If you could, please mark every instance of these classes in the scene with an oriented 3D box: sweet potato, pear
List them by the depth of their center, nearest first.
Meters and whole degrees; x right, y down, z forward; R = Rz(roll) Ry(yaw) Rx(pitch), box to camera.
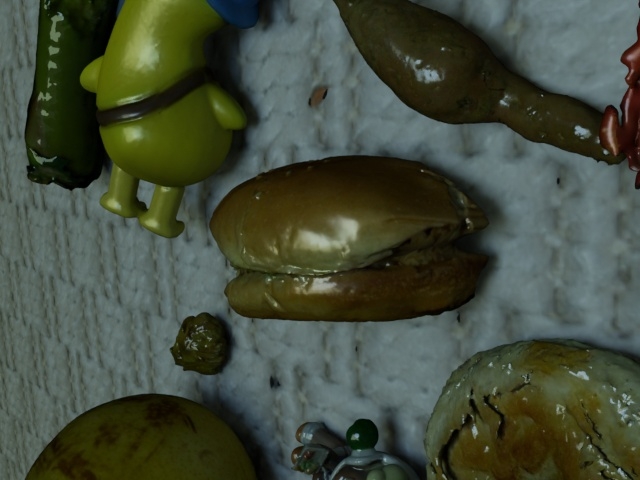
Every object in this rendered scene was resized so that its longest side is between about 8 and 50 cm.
[{"bbox_3d":[0.106,-0.120,0.538,0.269,0.075,0.074,37,125,25],"label":"sweet potato"},{"bbox_3d":[-0.203,0.317,0.835,0.281,0.281,0.280,14,109,46],"label":"pear"}]

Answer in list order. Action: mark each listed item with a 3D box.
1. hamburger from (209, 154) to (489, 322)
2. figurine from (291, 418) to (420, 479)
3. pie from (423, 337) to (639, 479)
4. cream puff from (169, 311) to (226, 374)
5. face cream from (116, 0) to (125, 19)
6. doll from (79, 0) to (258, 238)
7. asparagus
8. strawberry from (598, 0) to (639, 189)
[{"bbox_3d":[0.000,0.000,0.616,0.283,0.157,0.144,-1,97,51],"label":"hamburger"},{"bbox_3d":[0.028,0.238,0.686,0.197,0.093,0.147,16,100,47],"label":"figurine"},{"bbox_3d":[0.181,0.196,0.534,0.274,0.055,0.274,22,118,48],"label":"pie"},{"bbox_3d":[-0.152,0.132,0.890,0.083,0.058,0.083,-11,93,47],"label":"cream puff"},{"bbox_3d":[-0.133,-0.398,0.734,0.135,0.086,0.385,39,122,24],"label":"face cream"},{"bbox_3d":[-0.166,-0.174,0.764,0.199,0.145,0.363,23,118,4],"label":"doll"},{"bbox_3d":[-0.330,-0.257,0.963,0.108,0.128,0.382,19,117,5],"label":"asparagus"},{"bbox_3d":[0.232,-0.118,0.397,0.121,0.082,0.188,-116,29,-45],"label":"strawberry"}]
